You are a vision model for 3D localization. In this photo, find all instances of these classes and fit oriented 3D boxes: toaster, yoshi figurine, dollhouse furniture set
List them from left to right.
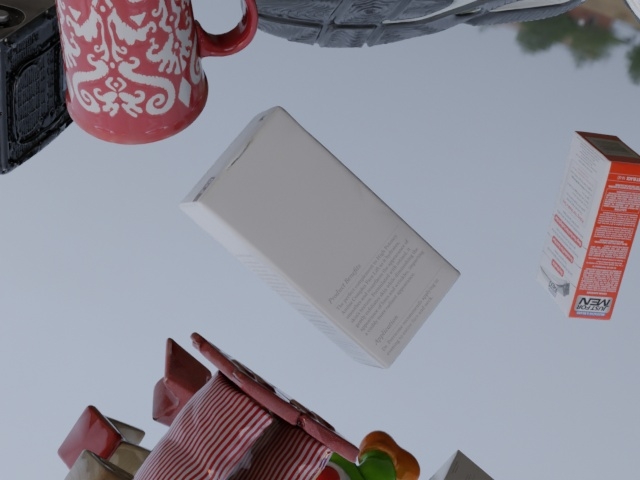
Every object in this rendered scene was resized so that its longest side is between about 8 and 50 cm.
[{"bbox_3d":[-0.311,-0.169,1.308,0.110,0.186,0.168,20,-141,16],"label":"toaster"},{"bbox_3d":[-0.148,0.185,1.235,0.152,0.201,0.374,38,174,-29],"label":"dollhouse furniture set"},{"bbox_3d":[0.048,0.415,1.812,0.203,0.204,0.362,12,-163,9],"label":"yoshi figurine"}]

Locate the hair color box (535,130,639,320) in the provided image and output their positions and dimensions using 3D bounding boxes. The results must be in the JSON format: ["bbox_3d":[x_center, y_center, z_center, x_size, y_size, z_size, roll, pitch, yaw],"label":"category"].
[{"bbox_3d":[0.273,-0.015,1.312,0.053,0.167,0.093,6,-157,-16],"label":"hair color box"}]

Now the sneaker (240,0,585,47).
[{"bbox_3d":[0.103,-0.382,1.553,0.447,0.257,0.169,-9,170,-18],"label":"sneaker"}]

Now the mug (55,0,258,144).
[{"bbox_3d":[-0.133,-0.180,0.974,0.113,0.169,0.150,33,-121,25],"label":"mug"}]

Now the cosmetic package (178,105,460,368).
[{"bbox_3d":[0.000,0.000,1.170,0.231,0.117,0.085,43,166,-13],"label":"cosmetic package"}]

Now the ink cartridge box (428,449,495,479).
[{"bbox_3d":[0.185,0.345,1.585,0.143,0.092,0.090,40,-156,3],"label":"ink cartridge box"}]

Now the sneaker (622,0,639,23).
[{"bbox_3d":[0.303,-0.261,1.142,0.271,0.100,0.108,36,149,-15],"label":"sneaker"}]
